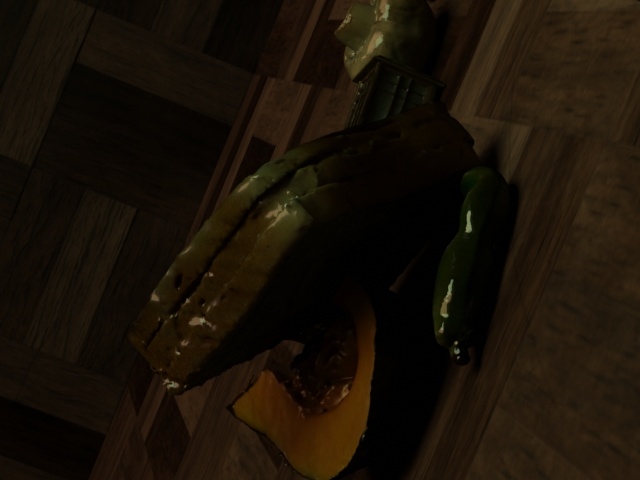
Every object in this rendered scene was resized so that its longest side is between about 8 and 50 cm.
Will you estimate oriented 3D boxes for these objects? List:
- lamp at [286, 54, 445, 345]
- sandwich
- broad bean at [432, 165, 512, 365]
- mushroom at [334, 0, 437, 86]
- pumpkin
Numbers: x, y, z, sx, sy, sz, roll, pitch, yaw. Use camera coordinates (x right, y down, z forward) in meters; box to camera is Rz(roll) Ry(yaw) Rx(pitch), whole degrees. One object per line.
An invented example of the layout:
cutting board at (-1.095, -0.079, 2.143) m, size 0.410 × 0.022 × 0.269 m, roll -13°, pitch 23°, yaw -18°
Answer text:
lamp at (0.039, -0.036, 2.066) m, size 0.090 × 0.089 × 0.325 m, roll 140°, pitch 151°, yaw -68°
sandwich at (0.000, 0.000, 1.752) m, size 0.301 × 0.099 × 0.271 m, roll -20°, pitch -21°, yaw -47°
broad bean at (0.127, 0.017, 1.626) m, size 0.070 × 0.048 × 0.213 m, roll 125°, pitch 164°, yaw -51°
mushroom at (0.077, -0.236, 2.220) m, size 0.148 × 0.112 × 0.148 m, roll -59°, pitch 7°, yaw 11°
pumpkin at (0.024, 0.165, 1.746) m, size 0.278 × 0.111 × 0.163 m, roll -47°, pitch 39°, yaw 45°
